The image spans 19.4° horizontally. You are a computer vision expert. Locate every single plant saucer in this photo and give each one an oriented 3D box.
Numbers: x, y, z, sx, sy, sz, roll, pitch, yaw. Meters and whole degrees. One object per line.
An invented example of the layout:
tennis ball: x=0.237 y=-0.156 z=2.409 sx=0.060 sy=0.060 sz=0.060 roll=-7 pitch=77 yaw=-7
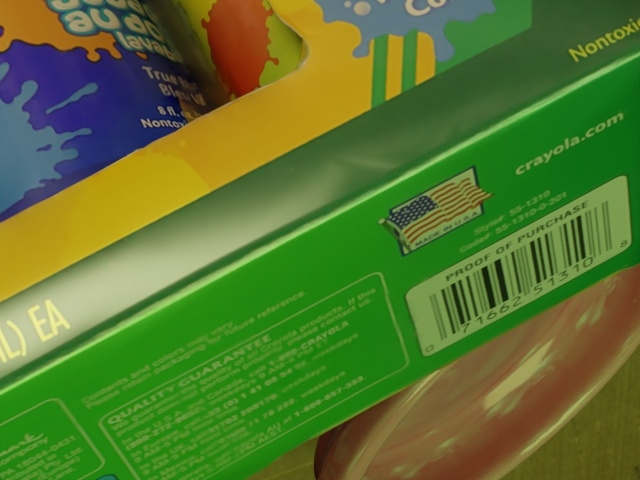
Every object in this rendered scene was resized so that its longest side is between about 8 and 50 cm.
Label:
plant saucer: x=0.119 y=0.088 z=1.389 sx=0.332 sy=0.084 sz=0.332 roll=-34 pitch=156 yaw=-17

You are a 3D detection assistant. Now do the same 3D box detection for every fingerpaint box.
fingerpaint box: x=-0.137 y=-0.070 z=0.757 sx=0.445 sy=0.371 sz=0.163 roll=-27 pitch=149 yaw=-4
